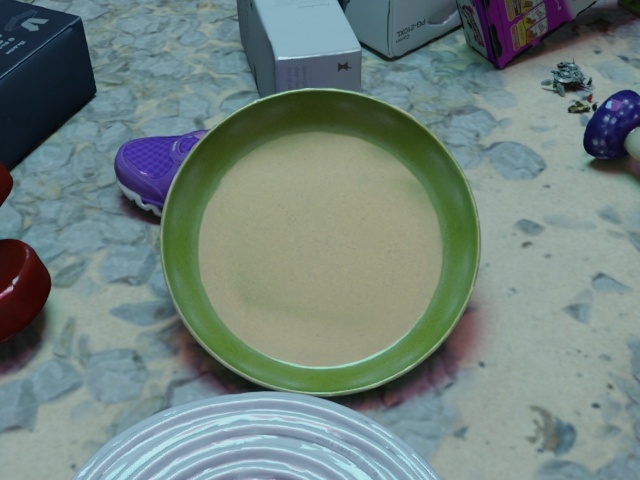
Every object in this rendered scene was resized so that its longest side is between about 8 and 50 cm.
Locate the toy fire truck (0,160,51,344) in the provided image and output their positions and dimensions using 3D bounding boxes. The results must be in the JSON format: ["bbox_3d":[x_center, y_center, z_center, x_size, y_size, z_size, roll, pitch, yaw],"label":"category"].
[{"bbox_3d":[-0.357,0.043,0.629,0.253,0.169,0.302,-8,40,19],"label":"toy fire truck"}]

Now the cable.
[{"bbox_3d":[-0.039,0.202,0.496,0.257,0.089,0.257,5,44,5],"label":"cable"}]

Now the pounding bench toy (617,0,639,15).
[{"bbox_3d":[0.394,-0.310,1.041,0.065,0.083,0.052,-27,49,-24],"label":"pounding bench toy"}]

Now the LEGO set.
[{"bbox_3d":[0.263,-0.165,0.931,0.054,0.023,0.083,-17,46,-18],"label":"LEGO set"}]

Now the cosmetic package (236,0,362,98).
[{"bbox_3d":[-0.027,-0.198,0.900,0.085,0.117,0.231,-9,43,-8],"label":"cosmetic package"}]

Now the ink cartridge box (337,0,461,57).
[{"bbox_3d":[0.060,-0.327,1.046,0.172,0.100,0.237,-32,52,-28],"label":"ink cartridge box"}]

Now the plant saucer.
[{"bbox_3d":[0.000,0.000,0.686,0.241,0.037,0.241,0,74,0],"label":"plant saucer"}]

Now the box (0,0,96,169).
[{"bbox_3d":[-0.333,-0.160,0.875,0.158,0.093,0.156,17,46,19],"label":"box"}]

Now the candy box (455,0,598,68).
[{"bbox_3d":[0.248,-0.312,0.937,0.233,0.159,0.071,-34,51,-4],"label":"candy box"}]

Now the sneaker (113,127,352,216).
[{"bbox_3d":[-0.065,-0.076,0.780,0.236,0.105,0.095,5,45,6],"label":"sneaker"}]

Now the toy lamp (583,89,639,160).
[{"bbox_3d":[0.341,-0.030,0.753,0.080,0.080,0.275,-23,45,-22],"label":"toy lamp"}]
